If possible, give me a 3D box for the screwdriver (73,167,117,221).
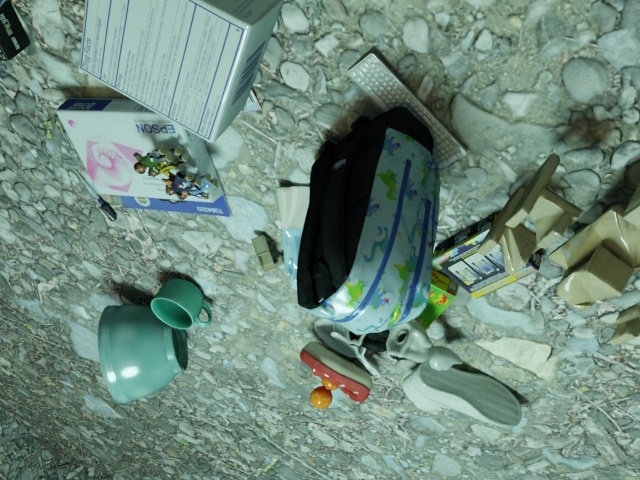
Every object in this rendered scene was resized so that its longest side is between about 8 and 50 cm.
[{"bbox_3d":[-0.580,-0.117,1.685,0.025,0.024,0.170,22,148,54],"label":"screwdriver"}]

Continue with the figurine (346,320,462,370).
[{"bbox_3d":[0.206,0.249,1.556,0.209,0.092,0.215,30,164,-38],"label":"figurine"}]

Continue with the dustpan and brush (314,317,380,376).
[{"bbox_3d":[0.088,0.277,1.713,0.211,0.060,0.147,40,138,-15],"label":"dustpan and brush"}]

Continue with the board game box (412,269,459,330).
[{"bbox_3d":[0.235,0.140,1.505,0.092,0.043,0.181,27,140,-1],"label":"board game box"}]

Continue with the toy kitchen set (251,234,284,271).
[{"bbox_3d":[-0.120,0.027,1.592,0.068,0.075,0.083,-20,169,-2],"label":"toy kitchen set"}]

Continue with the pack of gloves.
[{"bbox_3d":[0.000,0.000,1.411,0.195,0.046,0.232,1,110,20],"label":"pack of gloves"}]

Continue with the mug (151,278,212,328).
[{"bbox_3d":[-0.384,0.178,1.831,0.129,0.097,0.158,-19,123,39],"label":"mug"}]

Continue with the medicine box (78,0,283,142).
[{"bbox_3d":[-0.251,-0.365,1.143,0.289,0.149,0.263,29,136,-1],"label":"medicine box"}]

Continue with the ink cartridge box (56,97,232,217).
[{"bbox_3d":[-0.397,-0.170,1.498,0.324,0.071,0.330,5,134,23],"label":"ink cartridge box"}]

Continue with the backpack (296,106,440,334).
[{"bbox_3d":[0.081,-0.011,1.184,0.273,0.355,0.290,39,141,-19],"label":"backpack"}]

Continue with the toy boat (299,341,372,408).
[{"bbox_3d":[0.028,0.378,1.736,0.231,0.151,0.151,34,176,-39],"label":"toy boat"}]

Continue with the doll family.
[{"bbox_3d":[-0.309,-0.136,1.386,0.111,0.076,0.193,-24,124,33],"label":"doll family"}]

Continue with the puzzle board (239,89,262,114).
[{"bbox_3d":[-0.183,-0.303,1.288,0.096,0.011,0.128,-4,131,31],"label":"puzzle board"}]

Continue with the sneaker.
[{"bbox_3d":[0.357,0.404,1.689,0.292,0.108,0.169,27,152,-2],"label":"sneaker"}]

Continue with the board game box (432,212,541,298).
[{"bbox_3d":[0.338,0.036,1.339,0.141,0.048,0.170,39,138,-17],"label":"board game box"}]

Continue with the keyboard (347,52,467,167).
[{"bbox_3d":[0.158,-0.230,1.182,0.256,0.014,0.072,42,137,-17],"label":"keyboard"}]

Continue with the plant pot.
[{"bbox_3d":[-0.507,0.320,1.936,0.196,0.293,0.293,-10,132,2],"label":"plant pot"}]

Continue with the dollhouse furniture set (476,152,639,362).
[{"bbox_3d":[0.527,-0.037,1.058,0.362,0.256,0.394,35,158,6],"label":"dollhouse furniture set"}]

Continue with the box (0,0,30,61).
[{"bbox_3d":[-0.725,-0.459,1.359,0.180,0.077,0.147,8,136,21],"label":"box"}]
